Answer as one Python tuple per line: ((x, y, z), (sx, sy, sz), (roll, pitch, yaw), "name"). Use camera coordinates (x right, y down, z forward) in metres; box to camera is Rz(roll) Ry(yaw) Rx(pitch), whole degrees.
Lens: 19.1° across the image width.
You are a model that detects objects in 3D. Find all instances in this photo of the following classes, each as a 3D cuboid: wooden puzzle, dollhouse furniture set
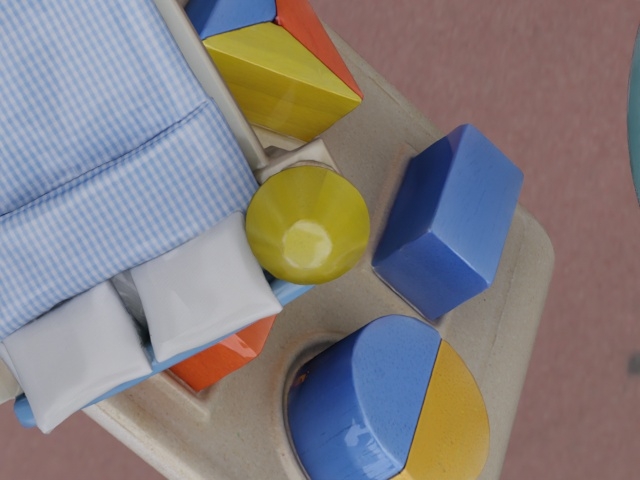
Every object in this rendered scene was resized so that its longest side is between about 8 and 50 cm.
((0.000, 0.000, 0.940), (0.080, 0.322, 0.348), (-29, 116, 36), "wooden puzzle")
((-0.171, -0.036, 0.640), (0.303, 0.198, 0.286), (-25, 106, 10), "dollhouse furniture set")

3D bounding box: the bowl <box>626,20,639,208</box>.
((0.305, -0.059, 0.818), (0.312, 0.163, 0.311), (0, 89, -6), "bowl")
